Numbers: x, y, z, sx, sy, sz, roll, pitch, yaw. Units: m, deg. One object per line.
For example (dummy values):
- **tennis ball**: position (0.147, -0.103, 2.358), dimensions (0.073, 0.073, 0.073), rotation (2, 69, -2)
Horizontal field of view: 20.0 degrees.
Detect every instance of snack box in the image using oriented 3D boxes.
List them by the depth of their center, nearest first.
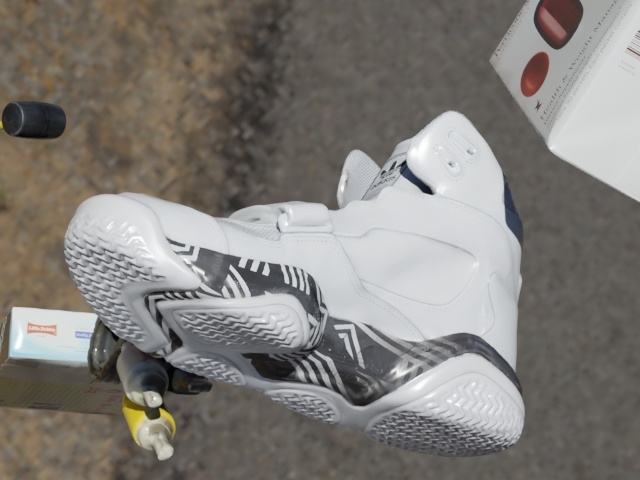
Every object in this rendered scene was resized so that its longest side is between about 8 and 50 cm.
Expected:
- **snack box**: position (-0.284, 0.142, 2.062), dimensions (0.187, 0.322, 0.060), rotation (6, 74, -18)

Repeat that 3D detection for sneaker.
- **sneaker**: position (0.000, 0.000, 1.242), dimensions (0.366, 0.137, 0.210), rotation (26, 62, -30)

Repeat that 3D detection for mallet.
- **mallet**: position (-0.340, -0.117, 1.900), dimensions (0.062, 0.190, 0.039), rotation (0, 86, -42)

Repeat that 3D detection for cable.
- **cable**: position (-0.149, 0.072, 1.422), dimensions (0.072, 0.139, 0.287), rotation (3, 7, -24)

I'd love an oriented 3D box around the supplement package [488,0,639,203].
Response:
- **supplement package**: position (0.240, -0.138, 1.225), dimensions (0.149, 0.194, 0.203), rotation (28, 15, -15)
